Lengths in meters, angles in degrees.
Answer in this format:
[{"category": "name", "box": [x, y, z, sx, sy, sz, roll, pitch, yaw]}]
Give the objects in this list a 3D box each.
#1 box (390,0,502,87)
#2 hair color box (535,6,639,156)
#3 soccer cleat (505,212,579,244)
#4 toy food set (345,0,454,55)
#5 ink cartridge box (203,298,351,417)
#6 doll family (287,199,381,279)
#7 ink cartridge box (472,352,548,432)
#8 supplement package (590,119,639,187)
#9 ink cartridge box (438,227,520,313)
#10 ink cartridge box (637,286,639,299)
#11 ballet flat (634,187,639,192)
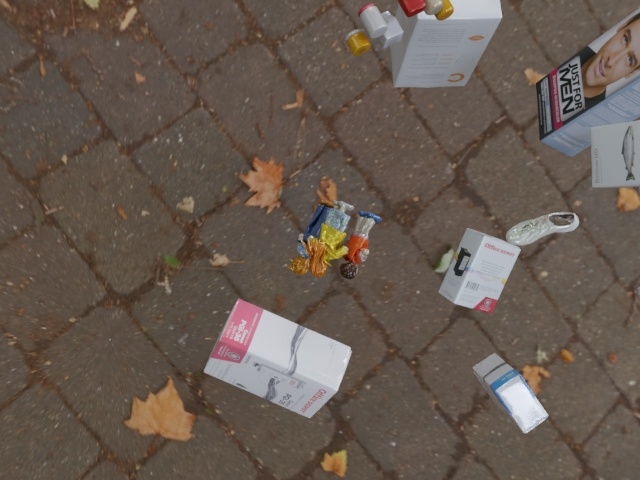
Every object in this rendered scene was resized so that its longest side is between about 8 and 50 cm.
[{"category": "box", "box": [0.318, -0.562, 1.858, 0.214, 0.345, 0.169, -2, 74, -5]}, {"category": "hair color box", "box": [0.663, -0.364, 1.569, 0.113, 0.374, 0.186, 21, 58, -25]}, {"category": "soccer cleat", "box": [0.597, -0.038, 1.896, 0.196, 0.076, 0.068, -15, 65, 14]}, {"category": "toy food set", "box": [0.145, -0.461, 1.368, 0.232, 0.111, 0.105, -26, 80, -7]}, {"category": "ink cartridge box", "box": [-0.100, 0.272, 1.591, 0.282, 0.207, 0.117, 25, 54, -5]}, {"category": "doll family", "box": [0.000, 0.000, 1.440, 0.118, 0.263, 0.163, 25, 85, -26]}, {"category": "ink cartridge box", "box": [0.484, 0.389, 1.806, 0.082, 0.191, 0.140, -35, 99, 1]}, {"category": "supplement package", "box": [0.537, -0.139, 1.113, 0.105, 0.179, 0.105, -5, 93, -30]}, {"category": "ink cartridge box", "box": [0.380, 0.072, 1.674, 0.127, 0.072, 0.175, 17, 101, -29]}, {"category": "ink cartridge box", "box": [0.463, 0.191, 0.731, 0.071, 0.330, 0.324, -16, 83, 6]}, {"category": "ballet flat", "box": [0.695, -0.138, 1.477, 0.076, 0.221, 0.079, -36, 138, -8]}]
